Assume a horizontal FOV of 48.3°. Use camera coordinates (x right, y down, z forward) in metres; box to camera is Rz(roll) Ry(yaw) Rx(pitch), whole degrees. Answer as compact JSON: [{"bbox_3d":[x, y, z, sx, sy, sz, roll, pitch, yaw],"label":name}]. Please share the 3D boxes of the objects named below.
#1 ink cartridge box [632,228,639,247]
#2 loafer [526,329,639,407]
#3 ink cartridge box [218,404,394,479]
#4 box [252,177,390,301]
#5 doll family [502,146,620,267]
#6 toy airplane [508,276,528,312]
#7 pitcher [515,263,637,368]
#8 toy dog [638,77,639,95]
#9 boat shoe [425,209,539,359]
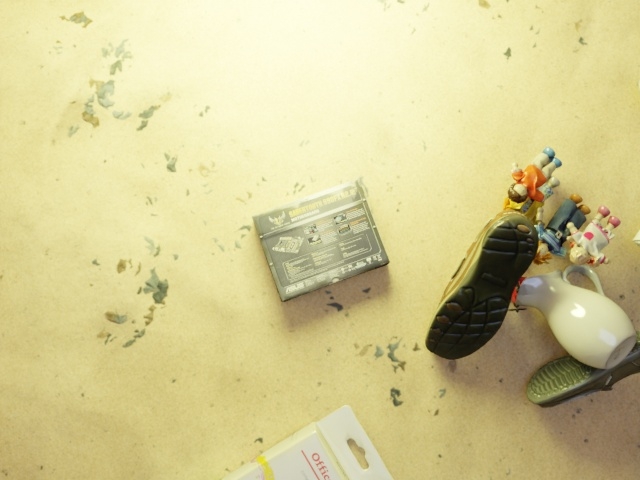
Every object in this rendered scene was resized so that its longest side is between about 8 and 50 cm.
[{"bbox_3d":[0.792,-0.057,1.379,0.226,0.131,0.306,37,86,-10],"label":"ink cartridge box"},{"bbox_3d":[0.523,0.266,1.379,0.251,0.094,0.087,-26,116,9],"label":"loafer"},{"bbox_3d":[-0.045,0.488,1.344,0.353,0.119,0.207,-32,85,-3],"label":"ink cartridge box"},{"bbox_3d":[0.000,0.000,1.424,0.231,0.056,0.183,-20,84,-2],"label":"box"},{"bbox_3d":[0.449,-0.040,1.409,0.263,0.118,0.163,46,68,2],"label":"doll family"},{"bbox_3d":[0.393,0.069,1.433,0.151,0.028,0.151,0,85,-2],"label":"toy airplane"},{"bbox_3d":[0.506,0.132,1.356,0.177,0.126,0.207,-27,48,-20],"label":"pitcher"},{"bbox_3d":[0.821,-0.327,1.436,0.333,0.161,0.220,17,92,14],"label":"toy dog"},{"bbox_3d":[0.309,0.083,1.371,0.122,0.120,0.324,27,113,-5],"label":"boat shoe"}]
